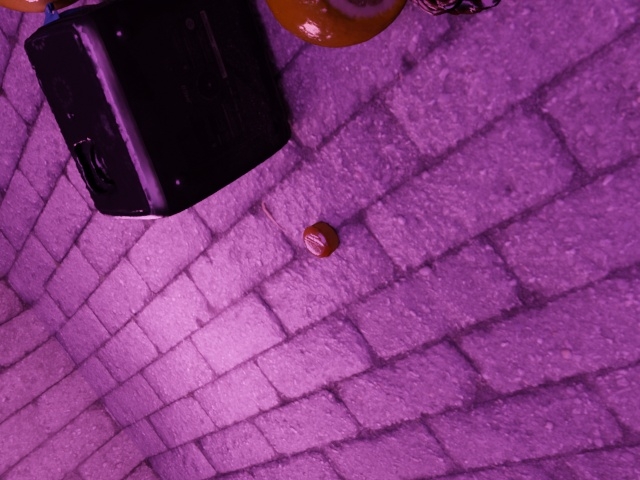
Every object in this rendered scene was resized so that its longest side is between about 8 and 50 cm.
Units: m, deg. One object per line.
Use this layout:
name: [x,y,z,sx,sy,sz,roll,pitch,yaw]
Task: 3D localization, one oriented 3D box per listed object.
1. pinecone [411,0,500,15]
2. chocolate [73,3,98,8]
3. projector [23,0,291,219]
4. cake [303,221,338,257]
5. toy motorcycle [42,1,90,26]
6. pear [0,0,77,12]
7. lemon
pinecone: [0.187,-0.418,0.985,0.243,0.257,0.243,8,145,5]
chocolate: [-0.511,-0.352,1.779,0.162,0.162,0.445,14,126,37]
projector: [-0.288,-0.292,1.411,0.242,0.405,0.395,2,119,42]
cake: [0.000,0.000,1.640,0.084,0.044,0.084,24,131,31]
toy motorcycle: [-0.489,-0.478,1.574,0.272,0.182,0.124,-17,105,2]
pear: [-0.643,-0.663,1.551,0.348,0.348,0.348,25,134,29]
lemon: [0.016,-0.429,1.157,0.219,0.240,0.240,15,131,62]
